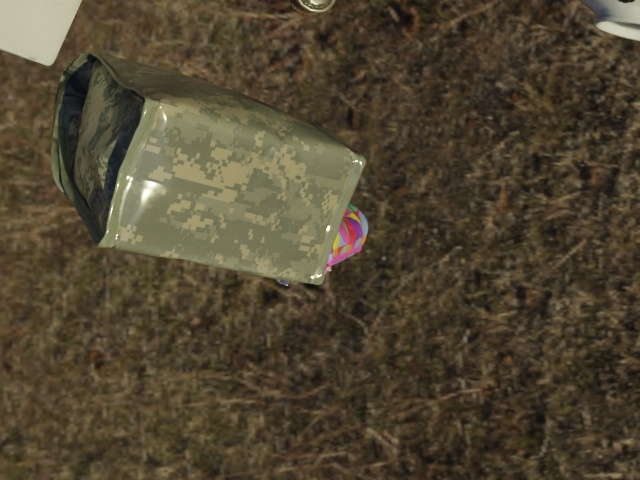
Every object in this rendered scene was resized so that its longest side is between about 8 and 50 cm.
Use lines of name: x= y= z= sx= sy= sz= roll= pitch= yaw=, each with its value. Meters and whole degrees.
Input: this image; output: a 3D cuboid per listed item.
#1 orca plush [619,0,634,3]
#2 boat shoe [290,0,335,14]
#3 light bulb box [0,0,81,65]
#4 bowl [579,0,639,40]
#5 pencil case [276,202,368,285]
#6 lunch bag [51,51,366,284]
orca plush: x=0.256 y=-0.267 z=0.796 sx=0.102 sy=0.287 sz=0.151 roll=-20 pitch=85 yaw=15
boat shoe: x=0.015 y=-0.558 z=1.842 sx=0.307 sy=0.111 sz=0.104 roll=-65 pitch=17 yaw=2
light bulb box: x=-0.448 y=-0.377 z=0.990 sx=0.361 sy=0.358 sz=0.225 roll=30 pitch=98 yaw=24
bowl: x=0.453 y=-0.343 z=1.374 sx=0.298 sy=0.298 sz=0.134 roll=18 pitch=98 yaw=48
pencil case: x=0.000 y=0.000 z=1.504 sx=0.104 sy=0.236 sz=0.104 roll=3 pitch=101 yaw=16
lunch bag: x=-0.134 y=-0.085 z=1.042 sx=0.287 sy=0.235 sz=0.168 roll=43 pitch=116 yaw=56
